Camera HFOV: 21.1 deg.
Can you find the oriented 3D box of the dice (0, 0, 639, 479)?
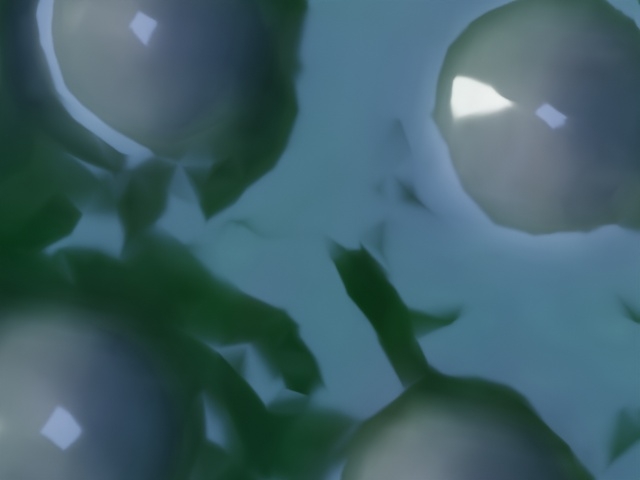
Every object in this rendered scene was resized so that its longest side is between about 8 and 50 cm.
[{"bbox_3d":[0.000,0.000,0.633,0.297,0.287,0.300,14,95,4],"label":"dice"}]
